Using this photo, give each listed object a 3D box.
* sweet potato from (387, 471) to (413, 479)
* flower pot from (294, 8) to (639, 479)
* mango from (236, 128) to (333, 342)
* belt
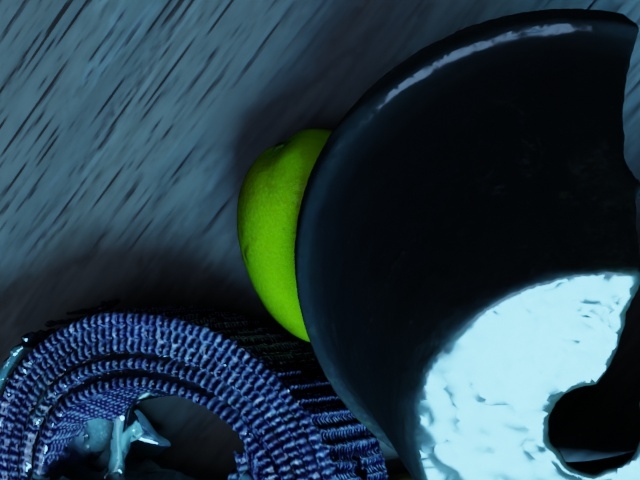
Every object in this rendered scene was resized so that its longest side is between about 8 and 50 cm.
[{"bbox_3d":[-0.002,0.265,1.488,0.097,0.097,0.292,40,116,0],"label":"sweet potato"},{"bbox_3d":[0.160,0.071,1.235,0.379,0.251,0.379,1,116,1],"label":"flower pot"},{"bbox_3d":[-0.006,-0.002,1.392,0.117,0.089,0.163,14,114,7],"label":"mango"},{"bbox_3d":[-0.103,0.182,1.438,0.325,0.122,0.260,14,96,27],"label":"belt"}]
